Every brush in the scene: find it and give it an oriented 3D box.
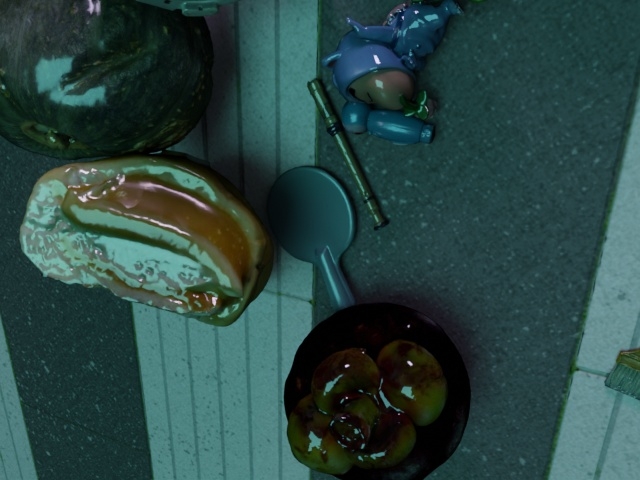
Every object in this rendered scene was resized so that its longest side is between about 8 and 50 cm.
[{"bbox_3d":[0.444,0.121,0.771,0.083,0.010,0.218,21,119,18],"label":"brush"}]

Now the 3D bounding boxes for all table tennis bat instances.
[{"bbox_3d":[0.000,0.000,0.930,0.149,0.038,0.237,-17,98,30],"label":"table tennis bat"}]

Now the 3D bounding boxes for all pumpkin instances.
[{"bbox_3d":[-0.303,-0.237,0.831,0.328,0.291,0.257,9,79,9],"label":"pumpkin"}]

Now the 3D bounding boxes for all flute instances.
[{"bbox_3d":[0.039,-0.122,0.861,0.027,0.027,0.232,-20,101,32],"label":"flute"}]

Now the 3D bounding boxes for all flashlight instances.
[{"bbox_3d":[0.089,-0.158,0.807,0.129,0.051,0.051,15,117,17],"label":"flashlight"}]

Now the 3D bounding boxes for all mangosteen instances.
[{"bbox_3d":[0.071,0.226,0.843,0.288,0.287,0.233,-2,115,28],"label":"mangosteen"}]

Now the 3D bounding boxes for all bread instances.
[{"bbox_3d":[-0.206,-0.018,0.882,0.301,0.341,0.210,21,91,5],"label":"bread"}]

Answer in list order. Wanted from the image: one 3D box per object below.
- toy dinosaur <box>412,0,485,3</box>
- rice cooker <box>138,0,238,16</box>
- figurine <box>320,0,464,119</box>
[{"bbox_3d":[0.008,-0.489,0.685,0.500,0.144,0.374,24,123,33],"label":"toy dinosaur"},{"bbox_3d":[-0.147,-0.396,0.643,0.281,0.242,0.226,-26,67,55],"label":"rice cooker"},{"bbox_3d":[0.101,-0.219,0.740,0.178,0.114,0.144,-34,84,25],"label":"figurine"}]
